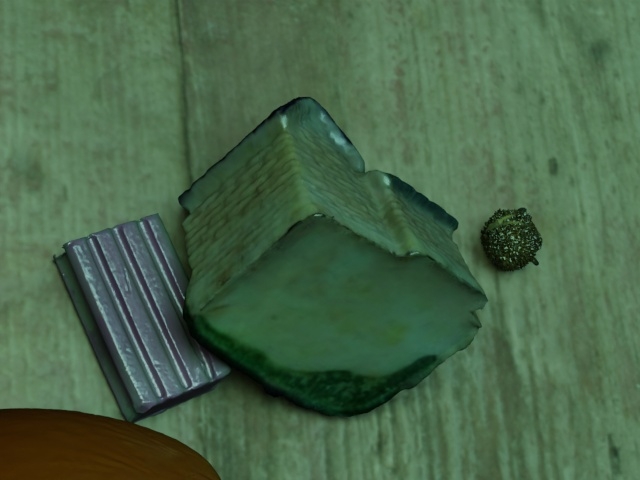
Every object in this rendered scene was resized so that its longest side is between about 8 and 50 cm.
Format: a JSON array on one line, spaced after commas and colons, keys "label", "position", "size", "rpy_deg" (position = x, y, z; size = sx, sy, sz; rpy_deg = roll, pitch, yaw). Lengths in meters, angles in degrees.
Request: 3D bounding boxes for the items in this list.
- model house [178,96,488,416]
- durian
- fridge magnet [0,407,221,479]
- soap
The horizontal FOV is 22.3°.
[{"label": "model house", "position": [0.001, -0.002, 1.800], "size": [0.298, 0.243, 0.284], "rpy_deg": [32, 30, -38]}, {"label": "durian", "position": [0.235, 0.002, 1.968], "size": [0.091, 0.080, 0.080], "rpy_deg": [45, 59, -16]}, {"label": "fridge magnet", "position": [-0.269, 0.249, 1.517], "size": [0.363, 0.363, 0.155], "rpy_deg": [1, 101, -23]}, {"label": "soap", "position": [-0.192, 0.083, 1.755], "size": [0.122, 0.065, 0.203], "rpy_deg": [-19, 79, -28]}]
